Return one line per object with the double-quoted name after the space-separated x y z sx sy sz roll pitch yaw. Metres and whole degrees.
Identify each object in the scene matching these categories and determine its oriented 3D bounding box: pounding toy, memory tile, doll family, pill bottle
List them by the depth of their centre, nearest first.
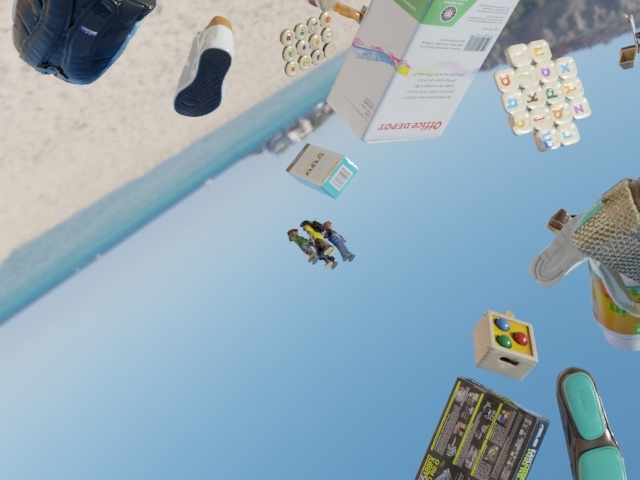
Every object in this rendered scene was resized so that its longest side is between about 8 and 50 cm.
0.569 0.096 1.421 0.136 0.246 0.136 -12 -134 12 "pill bottle"
-0.025 -0.426 1.674 0.148 0.113 0.012 -33 -133 -28 "memory tile"
0.000 0.000 1.719 0.076 0.111 0.193 -46 151 10 "doll family"
0.486 0.238 1.940 0.206 0.181 0.094 -82 -166 -50 "pounding toy"

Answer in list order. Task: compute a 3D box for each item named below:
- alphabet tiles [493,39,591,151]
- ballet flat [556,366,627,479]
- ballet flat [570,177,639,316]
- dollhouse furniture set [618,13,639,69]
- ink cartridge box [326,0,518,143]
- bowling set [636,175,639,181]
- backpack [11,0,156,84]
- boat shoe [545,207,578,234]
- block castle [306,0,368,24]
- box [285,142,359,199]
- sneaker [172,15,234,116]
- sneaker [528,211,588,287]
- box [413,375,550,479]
0.572 -0.374 1.989 0.278 0.284 0.021 -18 179 -27 "alphabet tiles"
0.491 0.369 1.407 0.095 0.281 0.096 -9 170 0 "ballet flat"
0.587 0.082 1.232 0.182 0.482 0.164 -42 -157 38 "ballet flat"
0.625 -0.399 1.519 0.091 0.081 0.114 -7 -147 32 "dollhouse furniture set"
0.159 -0.304 1.235 0.201 0.117 0.278 -10 139 -40 "ink cartridge box"
0.886 -0.192 1.809 0.287 0.199 0.154 -59 -140 25 "bowling set"
-0.553 -0.510 1.747 0.355 0.290 0.273 -52 -152 40 "backpack"
0.699 -0.036 2.141 0.207 0.073 0.073 17 107 -52 "boat shoe"
0.208 -0.766 2.315 0.303 0.453 0.213 -63 -157 22 "block castle"
0.001 -0.183 2.011 0.100 0.060 0.244 -52 -152 -3 "box"
-0.252 -0.385 1.721 0.290 0.105 0.123 -42 -139 54 "sneaker"
0.523 0.001 1.559 0.095 0.090 0.235 -23 165 -51 "sneaker"
0.338 0.456 1.646 0.216 0.060 0.270 23 -89 46 "box"
